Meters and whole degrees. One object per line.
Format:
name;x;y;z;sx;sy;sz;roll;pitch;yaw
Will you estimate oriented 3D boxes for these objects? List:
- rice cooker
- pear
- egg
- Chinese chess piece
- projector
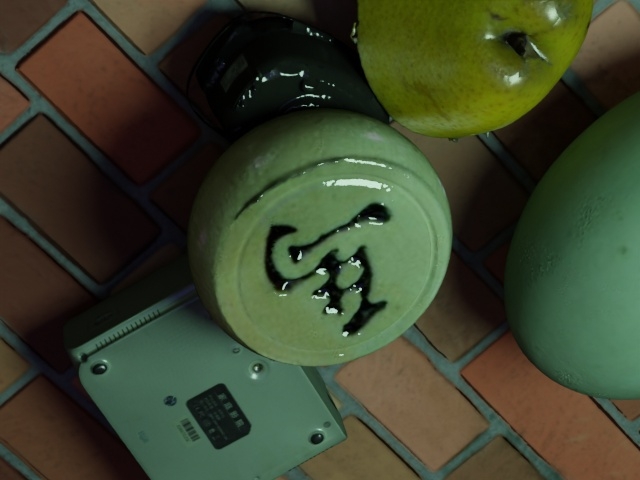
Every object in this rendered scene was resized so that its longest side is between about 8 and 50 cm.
rice cooker;-0.026;-0.133;1.690;0.203;0.118;0.142;24;113;-30
pear;0.171;-0.212;1.626;0.267;0.178;0.267;-7;104;-30
egg;0.351;-0.007;1.724;0.389;0.276;0.276;-41;114;12
Chinese chess piece;0.000;0.000;1.650;0.250;0.101;0.250;-9;123;-14
projector;-0.114;0.145;1.809;0.198;0.108;0.250;-29;115;3
